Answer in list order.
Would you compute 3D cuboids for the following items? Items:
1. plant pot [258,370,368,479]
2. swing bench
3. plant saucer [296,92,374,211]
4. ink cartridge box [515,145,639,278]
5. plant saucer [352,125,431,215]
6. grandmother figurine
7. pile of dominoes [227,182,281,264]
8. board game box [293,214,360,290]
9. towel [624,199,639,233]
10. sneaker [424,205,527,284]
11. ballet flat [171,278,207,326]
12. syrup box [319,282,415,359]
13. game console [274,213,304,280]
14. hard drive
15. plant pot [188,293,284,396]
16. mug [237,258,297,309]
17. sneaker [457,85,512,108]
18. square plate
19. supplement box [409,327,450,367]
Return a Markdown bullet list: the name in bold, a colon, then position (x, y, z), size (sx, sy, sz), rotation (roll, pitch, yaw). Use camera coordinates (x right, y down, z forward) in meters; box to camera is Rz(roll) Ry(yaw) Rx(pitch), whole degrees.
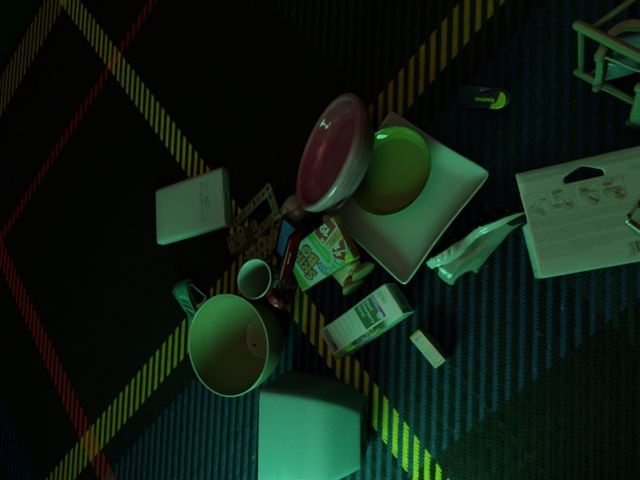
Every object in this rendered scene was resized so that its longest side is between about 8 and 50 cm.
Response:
- **plant pot**: position (-0.005, 0.495, 1.263), size (0.252, 0.248, 0.247), rotation (0, 85, 13)
- **swing bench**: position (0.654, -0.345, 0.954), size (0.165, 0.253, 0.254), rotation (-36, 70, 22)
- **plant saucer**: position (0.044, -0.229, 1.301), size (0.332, 0.084, 0.332), rotation (-43, 37, 46)
- **ink cartridge box**: position (0.587, -0.057, 1.045), size (0.275, 0.060, 0.239), rotation (-12, 79, 14)
- **plant saucer**: position (0.183, -0.177, 1.249), size (0.241, 0.037, 0.241), rotation (-9, 75, 35)
- **grandmother figurine**: position (0.000, 0.000, 1.375), size (0.342, 0.104, 0.208), rotation (50, 123, 25)
- **pile of dominoes**: position (-0.206, -0.031, 1.471), size (0.251, 0.040, 0.196), rotation (-40, 62, 41)
- **board game box**: position (-0.007, 0.044, 1.306), size (0.259, 0.039, 0.124), rotation (-37, 75, 47)
- **towel**: position (0.809, -0.091, 0.936), size (0.237, 0.037, 0.329), rotation (41, 99, 14)
- **sneaker**: position (0.394, 0.008, 1.170), size (0.271, 0.100, 0.108), rotation (-36, 95, 18)
- **ballet flat**: position (-0.406, 0.230, 1.589), size (0.087, 0.083, 0.247), rotation (-36, 72, 7)
- **syrup box**: position (0.125, 0.217, 1.288), size (0.237, 0.096, 0.093), rotation (-40, 69, 21)
- **game console**: position (-0.105, 0.018, 1.317), size (0.085, 0.124, 0.144), rotation (22, 117, 13)
- **hard drive**: position (-0.442, -0.114, 1.646), size (0.308, 0.040, 0.203), rotation (-13, 75, 28)
- **plant pot**: position (-0.217, 0.296, 1.414), size (0.284, 0.191, 0.284), rotation (-2, 85, 29)
- **mug**: position (-0.144, 0.138, 1.391), size (0.113, 0.169, 0.150), rotation (-19, 72, 22)
- **sneaker**: position (0.413, -0.361, 1.205), size (0.144, 0.059, 0.053), rotation (30, 132, 43)
- **square plate**: position (0.211, -0.119, 1.271), size (0.347, 0.049, 0.344), rotation (44, 106, 33)
- **supplement box**: position (0.279, 0.272, 1.218), size (0.036, 0.062, 0.098), rotation (-46, 68, 16)
